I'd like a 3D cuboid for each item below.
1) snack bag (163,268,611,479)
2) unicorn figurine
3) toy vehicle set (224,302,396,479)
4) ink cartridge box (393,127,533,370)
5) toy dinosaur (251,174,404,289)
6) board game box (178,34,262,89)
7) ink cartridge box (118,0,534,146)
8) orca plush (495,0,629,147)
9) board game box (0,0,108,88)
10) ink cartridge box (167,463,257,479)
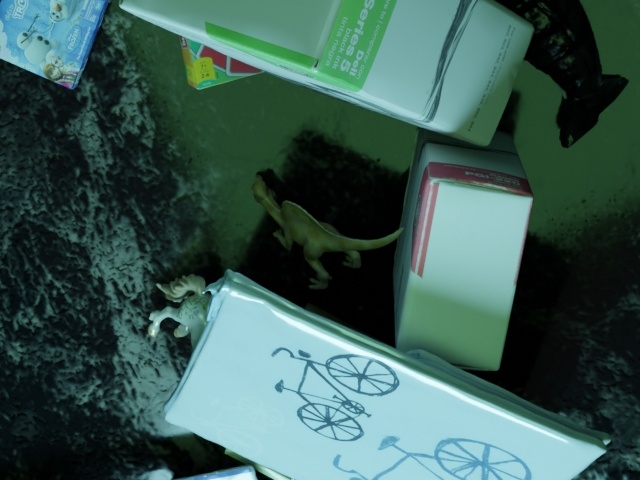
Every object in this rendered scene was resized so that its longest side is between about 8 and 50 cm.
[{"bbox_3d":[0.036,0.158,1.322,0.342,0.037,0.323,24,150,-3],"label":"snack bag"},{"bbox_3d":[-0.098,0.104,1.429,0.111,0.060,0.162,-28,97,40],"label":"unicorn figurine"},{"bbox_3d":[0.064,0.193,1.472,0.267,0.035,0.166,28,107,-2],"label":"toy vehicle set"},{"bbox_3d":[0.117,-0.002,1.314,0.092,0.218,0.158,9,107,-2],"label":"ink cartridge box"},{"bbox_3d":[0.000,0.000,1.379,0.183,0.053,0.092,24,152,37],"label":"toy dinosaur"},{"bbox_3d":[-0.077,-0.270,1.314,0.124,0.039,0.259,-17,110,-19],"label":"board game box"},{"bbox_3d":[0.013,-0.174,1.198,0.198,0.273,0.115,22,94,34],"label":"ink cartridge box"},{"bbox_3d":[0.148,-0.202,1.312,0.151,0.102,0.287,-28,102,13],"label":"orca plush"},{"bbox_3d":[-0.250,-0.197,1.398,0.090,0.020,0.090,23,107,0],"label":"board game box"},{"bbox_3d":[-0.174,0.391,1.541,0.324,0.071,0.330,-11,102,10],"label":"ink cartridge box"}]
